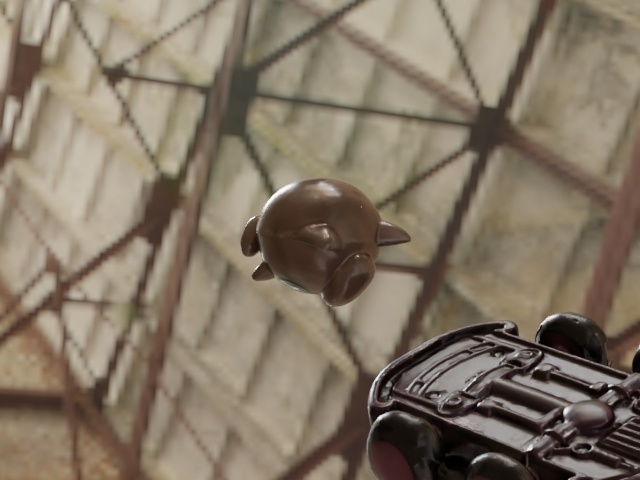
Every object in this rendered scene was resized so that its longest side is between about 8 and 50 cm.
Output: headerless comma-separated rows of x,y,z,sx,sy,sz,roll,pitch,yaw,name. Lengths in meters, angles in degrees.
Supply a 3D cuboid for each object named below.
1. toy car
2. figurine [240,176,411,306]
0.201,0.225,1.701,0.340,0.271,0.240,18,-54,45,toy car
0.000,0.000,1.810,0.138,0.125,0.125,7,-89,44,figurine
